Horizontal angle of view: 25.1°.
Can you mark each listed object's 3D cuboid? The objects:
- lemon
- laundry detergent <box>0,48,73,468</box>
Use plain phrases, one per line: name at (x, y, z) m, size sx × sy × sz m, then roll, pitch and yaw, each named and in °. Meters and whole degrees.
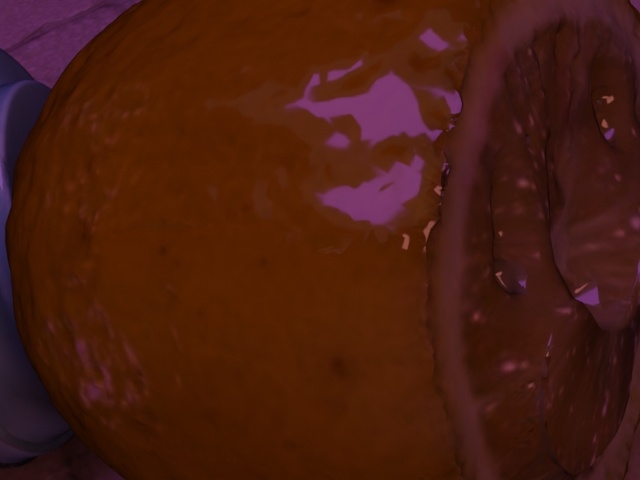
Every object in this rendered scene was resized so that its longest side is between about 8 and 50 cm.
lemon at (0.000, 0.000, 0.761) m, size 0.364 × 0.364 × 0.364 m, roll -14°, pitch 40°, yaw 12°
laundry detergent at (-0.297, 0.024, 0.920) m, size 0.305 × 0.287 × 0.287 m, roll -15°, pitch 40°, yaw 11°
